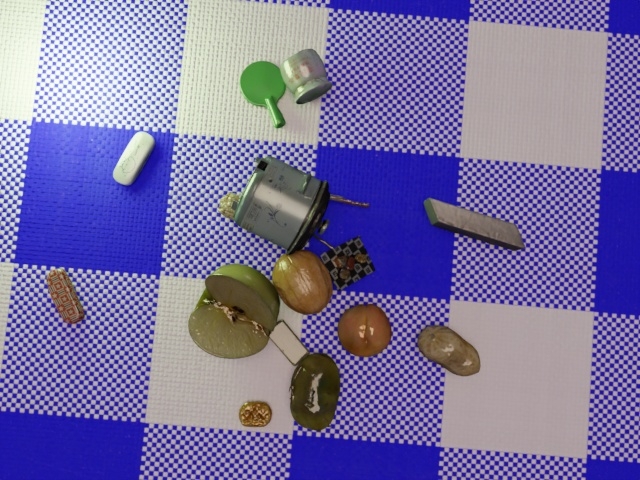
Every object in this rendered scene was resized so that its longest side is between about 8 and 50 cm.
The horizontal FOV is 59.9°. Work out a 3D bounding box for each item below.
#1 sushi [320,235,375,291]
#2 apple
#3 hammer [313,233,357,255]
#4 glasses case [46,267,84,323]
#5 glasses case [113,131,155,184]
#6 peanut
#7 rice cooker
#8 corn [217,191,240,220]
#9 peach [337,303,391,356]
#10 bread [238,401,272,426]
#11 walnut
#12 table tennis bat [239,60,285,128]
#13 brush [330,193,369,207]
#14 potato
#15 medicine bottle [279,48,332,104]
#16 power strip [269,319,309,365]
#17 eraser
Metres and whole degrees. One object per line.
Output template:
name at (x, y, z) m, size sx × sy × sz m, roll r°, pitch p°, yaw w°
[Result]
sushi at (0.106, 0.069, 1.851) m, size 0.201 × 0.031 × 0.139 m, roll -26°, pitch 89°, yaw -39°
apple at (-0.266, 0.222, 1.786) m, size 0.258 × 0.233 × 0.294 m, roll 24°, pitch 101°, yaw -5°
hammer at (0.000, 0.000, 1.913) m, size 0.292 × 0.029 × 0.058 m, roll 35°, pitch 84°, yaw 3°
glasses case at (-0.862, 0.190, 1.874) m, size 0.073 × 0.049 × 0.194 m, roll -25°, pitch 87°, yaw -1°
glasses case at (-0.641, -0.282, 1.909) m, size 0.076 × 0.049 × 0.197 m, roll 29°, pitch 86°, yaw 1°
peanut at (0.431, 0.366, 1.842) m, size 0.225 × 0.129 × 0.129 m, roll 30°, pitch 86°, yaw -1°
rice cooker at (-0.109, -0.108, 1.738) m, size 0.317 × 0.316 × 0.264 m, roll 20°, pitch 42°, yaw 1°
corn at (-0.245, -0.090, 1.889) m, size 0.211 × 0.087 × 0.087 m, roll 26°, pitch 86°, yaw -3°
peach at (0.146, 0.297, 1.820) m, size 0.185 × 0.184 × 0.184 m, roll 0°, pitch 86°, yaw -1°
bread at (-0.218, 0.581, 1.860) m, size 0.111 × 0.044 × 0.083 m, roll 0°, pitch 83°, yaw -2°
walnut at (-0.056, 0.135, 1.816) m, size 0.193 × 0.193 × 0.225 m, roll -31°, pitch 77°, yaw -3°
table tennis bat at (-0.186, -0.509, 1.940) m, size 0.161 × 0.039 × 0.256 m, roll -23°, pitch 81°, yaw -3°
brush at (0.020, -0.150, 1.895) m, size 0.301 × 0.084 × 0.071 m, roll 15°, pitch 85°, yaw -2°
potato at (-0.019, 0.493, 1.819) m, size 0.170 × 0.143 × 0.247 m, roll 12°, pitch 85°, yaw -10°
medicine bottle at (-0.049, -0.553, 1.887) m, size 0.148 × 0.147 × 0.142 m, roll -25°, pitch 88°, yaw -2°
power strip at (-0.115, 0.342, 1.885) m, size 0.076 × 0.028 × 0.168 m, roll -39°, pitch 89°, yaw -3°
eraser at (0.516, -0.054, 1.879) m, size 0.353 × 0.111 × 0.077 m, roll 18°, pitch 84°, yaw 1°
